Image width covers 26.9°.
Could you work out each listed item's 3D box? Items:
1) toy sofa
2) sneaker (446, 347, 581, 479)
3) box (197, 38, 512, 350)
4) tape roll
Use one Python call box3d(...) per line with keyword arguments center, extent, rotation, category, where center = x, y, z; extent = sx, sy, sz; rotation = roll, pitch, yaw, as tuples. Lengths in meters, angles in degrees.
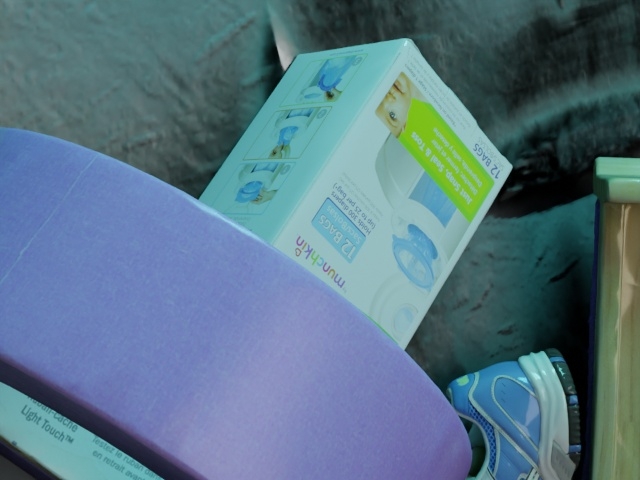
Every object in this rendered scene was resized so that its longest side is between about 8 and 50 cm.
box3d(center=(0.256, 0.126, 0.922), extent=(0.177, 0.150, 0.363), rotation=(-37, 129, -80), category="toy sofa")
box3d(center=(0.130, 0.174, 0.900), extent=(0.081, 0.080, 0.211), rotation=(-7, 106, -3), category="sneaker")
box3d(center=(0.000, 0.000, 0.761), extent=(0.114, 0.103, 0.203), rotation=(46, 64, -29), category="box")
box3d(center=(-0.074, 0.071, 0.596), extent=(0.275, 0.275, 0.090), rotation=(45, 66, -30), category="tape roll")
